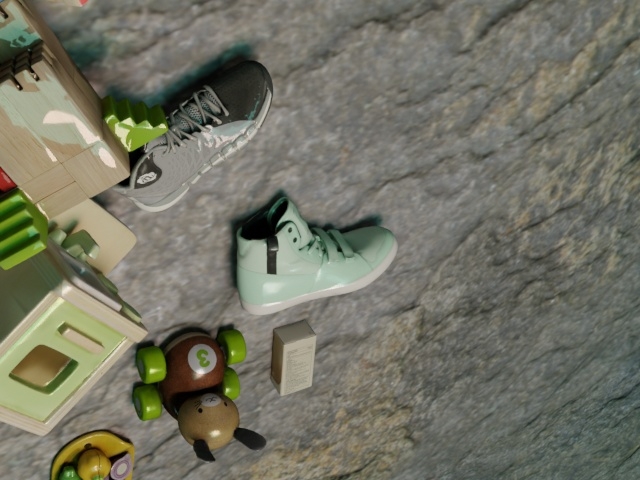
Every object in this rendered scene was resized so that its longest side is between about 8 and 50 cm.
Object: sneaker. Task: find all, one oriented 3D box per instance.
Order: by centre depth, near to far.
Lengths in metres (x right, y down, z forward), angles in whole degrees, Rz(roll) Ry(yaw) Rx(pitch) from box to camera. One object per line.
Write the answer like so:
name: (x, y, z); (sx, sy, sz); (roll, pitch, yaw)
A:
sneaker: (-0.156, -0.127, 0.989); (0.228, 0.086, 0.132); (-47, 161, 7)
sneaker: (0.000, 0.000, 1.221); (0.256, 0.094, 0.151); (-21, 130, -21)

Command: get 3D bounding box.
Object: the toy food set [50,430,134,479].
toy food set: (-0.340, 0.391, 1.316); (0.128, 0.071, 0.217); (-9, 128, -29)

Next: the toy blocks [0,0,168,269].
toy blocks: (-0.378, -0.111, 0.821); (0.381, 0.190, 0.261); (-29, 127, 4)

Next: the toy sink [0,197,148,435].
toy sink: (-0.294, 0.077, 0.945); (0.234, 0.131, 0.153); (-46, 144, -4)

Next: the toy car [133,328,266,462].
toy car: (-0.161, 0.237, 1.230); (0.155, 0.188, 0.148); (-9, 128, -29)

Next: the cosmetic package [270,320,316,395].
cosmetic package: (-0.044, 0.188, 1.377); (0.060, 0.041, 0.115); (-13, 130, -25)

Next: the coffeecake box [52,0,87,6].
coffeecake box: (-0.203, -0.325, 0.773); (0.185, 0.068, 0.142); (-49, 137, -24)
